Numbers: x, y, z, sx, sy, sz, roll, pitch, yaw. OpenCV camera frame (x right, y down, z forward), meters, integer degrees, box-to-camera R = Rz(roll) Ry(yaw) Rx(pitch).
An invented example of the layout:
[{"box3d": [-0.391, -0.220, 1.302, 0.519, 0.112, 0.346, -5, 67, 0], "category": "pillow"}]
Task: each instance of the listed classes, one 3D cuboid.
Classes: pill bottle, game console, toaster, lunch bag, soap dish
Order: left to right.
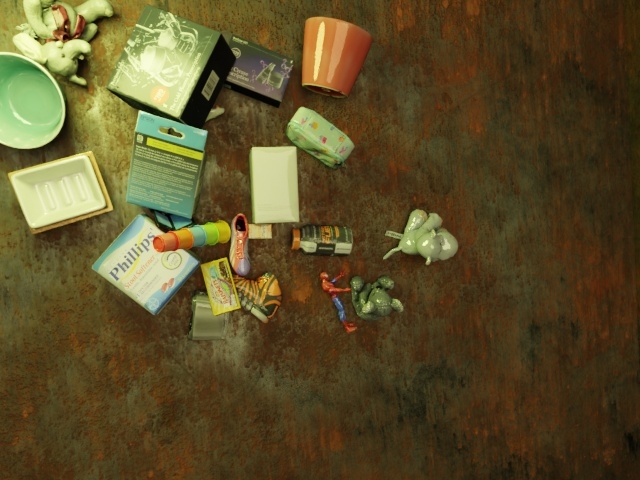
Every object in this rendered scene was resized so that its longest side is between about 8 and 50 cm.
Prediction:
[{"box3d": [-0.942, -0.176, 1.657, 0.291, 0.118, 0.228, -19, 97, -12], "category": "soap dish"}, {"box3d": [-0.569, -0.094, 1.727, 0.085, 0.144, 0.124, -49, 135, 9], "category": "game console"}, {"box3d": [-0.443, 0.308, 1.788, 0.147, 0.129, 0.226, 6, 104, -15], "category": "toaster"}, {"box3d": [-0.002, -0.398, 1.815, 0.279, 0.224, 0.107, 35, 81, -7], "category": "lunch bag"}, {"box3d": [0.000, 0.000, 1.879, 0.246, 0.130, 0.130, 2, 92, -13], "category": "pill bottle"}]

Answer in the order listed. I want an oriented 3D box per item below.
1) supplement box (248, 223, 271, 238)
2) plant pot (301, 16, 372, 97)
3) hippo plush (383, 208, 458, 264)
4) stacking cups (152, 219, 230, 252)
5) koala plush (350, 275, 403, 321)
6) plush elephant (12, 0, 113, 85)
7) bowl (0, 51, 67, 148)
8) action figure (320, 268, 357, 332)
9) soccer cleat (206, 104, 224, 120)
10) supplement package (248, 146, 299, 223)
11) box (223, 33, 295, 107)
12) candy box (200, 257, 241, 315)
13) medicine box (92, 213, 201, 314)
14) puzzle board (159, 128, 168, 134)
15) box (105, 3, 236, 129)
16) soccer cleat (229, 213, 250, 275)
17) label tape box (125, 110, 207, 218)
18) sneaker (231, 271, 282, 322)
[{"box3d": [-0.252, -0.039, 1.866, 0.099, 0.036, 0.062, -1, 94, -13], "category": "supplement box"}, {"box3d": [0.047, -0.715, 1.799, 0.275, 0.275, 0.242, 12, 99, -13], "category": "plant pot"}, {"box3d": [0.456, -0.017, 1.928, 0.295, 0.236, 0.234, 4, 92, -13], "category": "hippo plush"}, {"box3d": [-0.485, -0.012, 1.691, 0.316, 0.096, 0.095, -15, 98, -54], "category": "stacking cups"}, {"box3d": [0.242, 0.261, 1.901, 0.197, 0.221, 0.203, 1, 93, -14], "category": "koala plush"}, {"box3d": [-0.901, -0.701, 1.573, 0.330, 0.272, 0.255, -24, 84, 18], "category": "plush elephant"}, {"box3d": [-1.026, -0.487, 1.576, 0.312, 0.163, 0.311, -2, 110, -5], "category": "bowl"}, {"box3d": [0.102, 0.241, 1.937, 0.139, 0.091, 0.280, -31, 100, -3], "category": "action figure"}, {"box3d": [-0.474, -0.486, 1.782, 0.197, 0.068, 0.076, -16, 116, -13], "category": "soccer cleat"}, {"box3d": [-0.187, -0.216, 1.800, 0.176, 0.177, 0.292, -3, 94, -12], "category": "supplement package"}, {"box3d": [-0.257, -0.673, 1.801, 0.262, 0.103, 0.184, 18, 86, -13], "category": "box"}, {"box3d": [-0.383, 0.177, 1.728, 0.105, 0.027, 0.205, -16, 79, -10], "category": "candy box"}, {"box3d": [-0.652, 0.088, 1.723, 0.289, 0.149, 0.263, 41, 84, -13], "category": "medicine box"}, {"box3d": [-0.651, -0.411, 1.768, 0.097, 0.011, 0.128, 7, 91, -12], "category": "puzzle board"}, {"box3d": [-0.539, -0.616, 1.647, 0.313, 0.179, 0.342, 24, 87, 9], "category": "box"}, {"box3d": [-0.318, 0.015, 1.787, 0.083, 0.095, 0.247, 0, 70, -14], "category": "soccer cleat"}, {"box3d": [-0.560, -0.281, 1.671, 0.250, 0.115, 0.347, 15, 112, -7], "category": "label tape box"}, {"box3d": [-0.294, 0.176, 1.839, 0.321, 0.125, 0.180, 41, 70, -9], "category": "sneaker"}]
